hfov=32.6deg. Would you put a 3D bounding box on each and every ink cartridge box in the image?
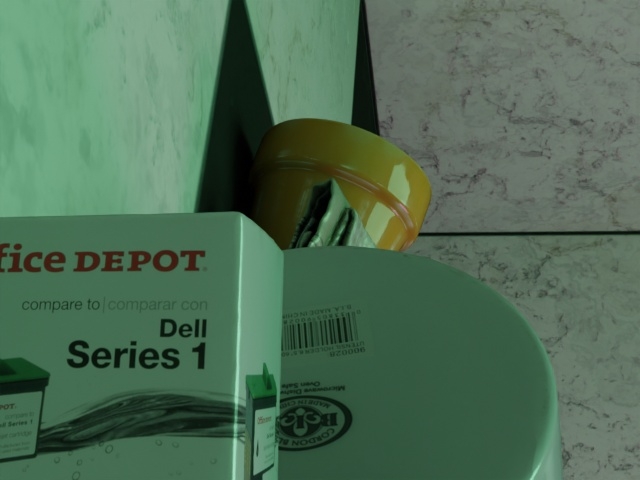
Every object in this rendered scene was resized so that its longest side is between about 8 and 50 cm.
[{"bbox_3d":[-0.104,0.099,0.502,0.092,0.160,0.219,52,37,-75],"label":"ink cartridge box"}]

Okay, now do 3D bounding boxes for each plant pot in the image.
[{"bbox_3d":[0.000,0.000,1.212,0.205,0.205,0.187,76,31,-60],"label":"plant pot"}]

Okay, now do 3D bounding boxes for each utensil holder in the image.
[{"bbox_3d":[0.009,0.245,0.744,0.327,0.328,0.385,-80,165,-53],"label":"utensil holder"}]

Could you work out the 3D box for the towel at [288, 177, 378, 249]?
[{"bbox_3d":[0.031,0.151,1.070,0.324,0.056,0.312,53,49,-44],"label":"towel"}]
